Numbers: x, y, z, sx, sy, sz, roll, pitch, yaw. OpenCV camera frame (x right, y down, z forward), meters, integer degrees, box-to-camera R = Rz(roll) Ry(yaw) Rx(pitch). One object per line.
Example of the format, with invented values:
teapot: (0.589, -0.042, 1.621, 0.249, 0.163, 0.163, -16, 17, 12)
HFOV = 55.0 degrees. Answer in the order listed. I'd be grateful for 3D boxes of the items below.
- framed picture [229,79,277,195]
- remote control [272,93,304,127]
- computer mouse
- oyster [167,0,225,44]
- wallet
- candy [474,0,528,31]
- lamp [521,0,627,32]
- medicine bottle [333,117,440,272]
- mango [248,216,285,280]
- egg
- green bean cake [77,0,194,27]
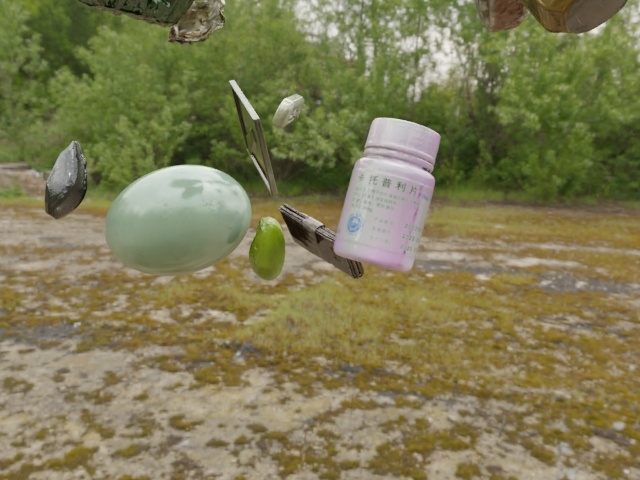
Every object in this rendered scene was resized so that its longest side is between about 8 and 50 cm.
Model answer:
framed picture: (-0.195, -0.300, 1.764, 0.020, 0.240, 0.324, -19, 35, -9)
remote control: (-0.083, -0.347, 1.652, 0.042, 0.078, 0.221, 28, 19, 0)
computer mouse: (-0.400, -0.095, 0.990, 0.047, 0.135, 0.079, 10, -23, -4)
oyster: (-0.279, -0.487, 1.392, 0.148, 0.103, 0.051, -15, -18, 2)
wallet: (0.000, 0.000, 1.408, 0.042, 0.124, 0.230, -41, 47, -18)
candy: (0.523, -0.714, 1.770, 0.157, 0.214, 0.289, -5, 16, 11)
lamp: (0.376, -0.415, 0.936, 0.161, 0.185, 0.161, -15, -28, -8)
medicine bottle: (0.122, -0.079, 1.103, 0.152, 0.255, 0.152, 14, 1, 0)
mango: (-0.131, 0.023, 1.512, 0.091, 0.165, 0.074, 2, 25, -1)
egg: (-0.363, -0.050, 1.565, 0.389, 0.276, 0.276, -13, 8, 11)
green bean cake: (-0.303, -0.544, 1.075, 0.169, 0.300, 0.308, 41, 21, 9)
